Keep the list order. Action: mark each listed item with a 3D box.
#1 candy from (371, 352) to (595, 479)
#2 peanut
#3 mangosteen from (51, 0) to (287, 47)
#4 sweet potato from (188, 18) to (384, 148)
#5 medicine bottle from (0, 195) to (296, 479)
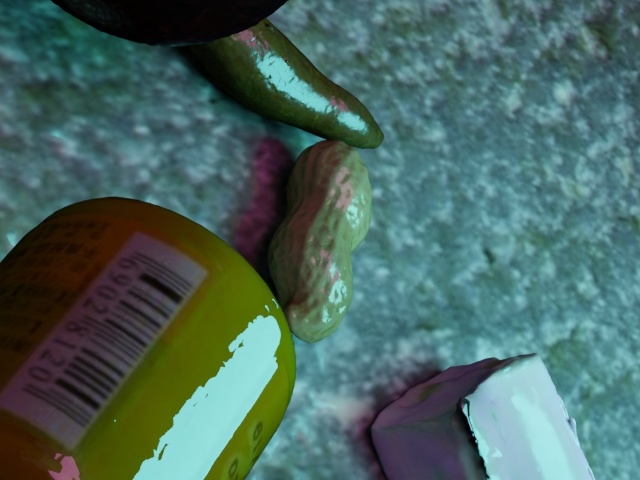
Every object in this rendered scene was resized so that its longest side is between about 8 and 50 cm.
[{"bbox_3d":[0.167,0.241,1.595,0.155,0.115,0.265,-28,95,-51],"label":"candy"},{"bbox_3d":[0.000,0.000,1.541,0.082,0.082,0.187,38,50,-32],"label":"peanut"},{"bbox_3d":[-0.123,-0.291,1.392,0.297,0.293,0.297,5,76,-21],"label":"mangosteen"},{"bbox_3d":[-0.039,-0.137,1.553,0.243,0.077,0.077,41,47,-29],"label":"sweet potato"},{"bbox_3d":[-0.186,0.164,1.146,0.224,0.224,0.384,53,41,-18],"label":"medicine bottle"}]
